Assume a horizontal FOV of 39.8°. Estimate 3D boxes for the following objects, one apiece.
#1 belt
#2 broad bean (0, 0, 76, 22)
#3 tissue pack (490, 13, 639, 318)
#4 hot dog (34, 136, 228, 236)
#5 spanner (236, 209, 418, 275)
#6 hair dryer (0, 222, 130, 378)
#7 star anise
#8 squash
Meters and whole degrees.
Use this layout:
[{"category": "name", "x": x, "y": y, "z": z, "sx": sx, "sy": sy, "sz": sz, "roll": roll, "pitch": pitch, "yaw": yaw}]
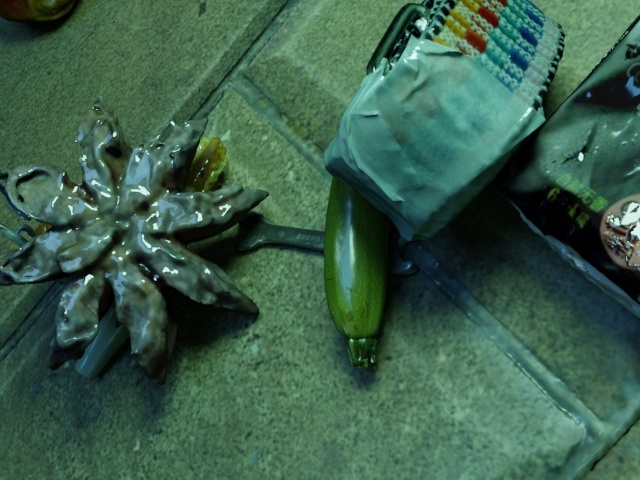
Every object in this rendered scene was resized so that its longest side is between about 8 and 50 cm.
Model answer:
[{"category": "belt", "x": 0.108, "y": -0.130, "z": 0.806, "sx": 0.258, "sy": 0.150, "sz": 0.207, "roll": -61, "pitch": 9, "yaw": -33}, {"category": "broad bean", "x": -0.467, "y": -0.426, "z": 1.426, "sx": 0.228, "sy": 0.122, "sz": 0.156, "roll": 11, "pitch": 74, "yaw": 42}, {"category": "tissue pack", "x": 0.324, "y": -0.096, "z": 0.706, "sx": 0.332, "sy": 0.123, "sz": 0.245, "roll": -48, "pitch": 53, "yaw": 7}, {"category": "hot dog", "x": -0.225, "y": -0.040, "z": 1.091, "sx": 0.261, "sy": 0.093, "sz": 0.123, "roll": -17, "pitch": 62, "yaw": 9}, {"category": "spanner", "x": 0.000, "y": 0.000, "z": 0.962, "sx": 0.254, "sy": 0.015, "sz": 0.054, "roll": 8, "pitch": 76, "yaw": 38}, {"category": "hair dryer", "x": -0.298, "y": 0.078, "z": 1.047, "sx": 0.067, "sy": 0.199, "sz": 0.167, "roll": -113, "pitch": 40, "yaw": -70}, {"category": "star anise", "x": -0.212, "y": -0.002, "z": 0.961, "sx": 0.331, "sy": 0.117, "sz": 0.332, "roll": 0, "pitch": 85, "yaw": 2}, {"category": "squash", "x": 0.037, "y": 0.000, "z": 0.881, "sx": 0.066, "sy": 0.066, "sz": 0.252, "roll": -10, "pitch": 65, "yaw": 32}]
